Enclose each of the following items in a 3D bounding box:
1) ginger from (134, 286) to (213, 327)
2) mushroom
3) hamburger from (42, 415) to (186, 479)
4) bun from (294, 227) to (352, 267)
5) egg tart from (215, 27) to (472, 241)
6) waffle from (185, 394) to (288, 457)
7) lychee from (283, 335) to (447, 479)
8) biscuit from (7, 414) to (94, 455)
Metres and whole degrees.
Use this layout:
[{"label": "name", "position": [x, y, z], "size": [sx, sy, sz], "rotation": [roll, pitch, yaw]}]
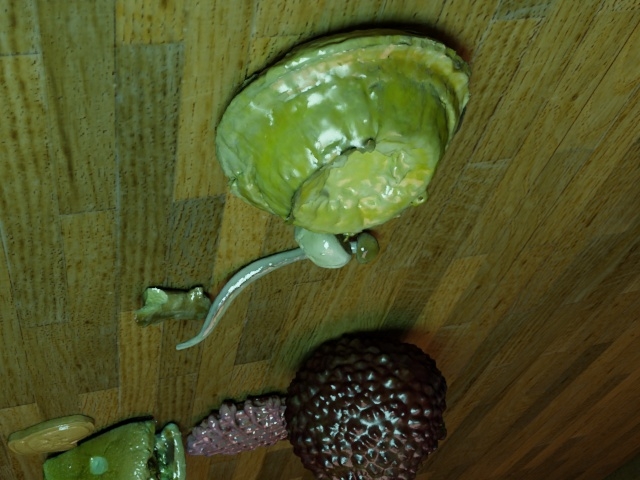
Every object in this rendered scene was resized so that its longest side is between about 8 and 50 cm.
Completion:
[{"label": "ginger", "position": [-0.196, 0.086, 1.174], "size": [0.137, 0.057, 0.044], "rotation": [-1, -167, -44]}, {"label": "mushroom", "position": [-0.067, 0.057, 1.178], "size": [0.306, 0.068, 0.043], "rotation": [-24, 178, 0]}, {"label": "hamburger", "position": [-0.363, 0.444, 1.564], "size": [0.288, 0.192, 0.168], "rotation": [-27, 160, 16]}, {"label": "bun", "position": [0.000, 0.000, 1.091], "size": [0.055, 0.086, 0.086], "rotation": [-31, 149, 11]}, {"label": "egg tart", "position": [0.036, -0.095, 0.919], "size": [0.290, 0.115, 0.290], "rotation": [-15, 152, -8]}, {"label": "waffle", "position": [-0.133, 0.346, 1.644], "size": [0.221, 0.055, 0.234], "rotation": [2, 145, -33]}, {"label": "lychee", "position": [0.086, 0.284, 1.447], "size": [0.300, 0.264, 0.264], "rotation": [17, 139, -20]}, {"label": "biscuit", "position": [-0.440, 0.329, 1.472], "size": [0.140, 0.023, 0.118], "rotation": [-21, 151, 5]}]
